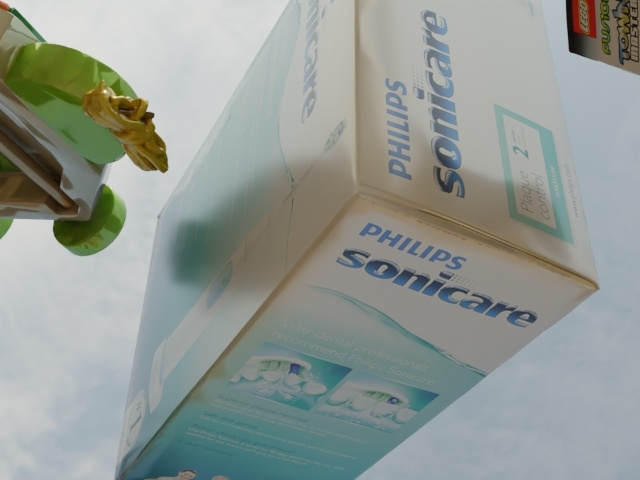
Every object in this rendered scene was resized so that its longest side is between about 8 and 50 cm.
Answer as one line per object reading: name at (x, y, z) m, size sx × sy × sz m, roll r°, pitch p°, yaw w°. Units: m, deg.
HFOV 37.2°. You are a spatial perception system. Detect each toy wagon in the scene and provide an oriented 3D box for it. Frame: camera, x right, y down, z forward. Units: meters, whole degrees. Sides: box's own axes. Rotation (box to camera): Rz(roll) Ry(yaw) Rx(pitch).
toy wagon at (-0.234, -0.083, 0.615) m, size 0.344 × 0.267 × 0.068 m, roll 1°, pitch -120°, yaw 30°

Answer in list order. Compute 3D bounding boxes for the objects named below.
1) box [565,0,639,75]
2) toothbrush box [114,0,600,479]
box at (0.216, -0.105, 0.374) m, size 0.114 × 0.207 × 0.036 m, roll -135°, pitch -150°, yaw -59°
toothbrush box at (0.000, 0.000, 0.540) m, size 0.295 × 0.126 × 0.216 m, roll -52°, pitch -153°, yaw 43°
